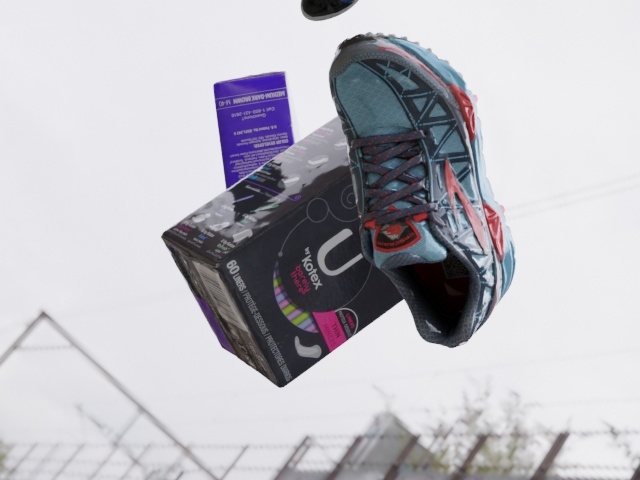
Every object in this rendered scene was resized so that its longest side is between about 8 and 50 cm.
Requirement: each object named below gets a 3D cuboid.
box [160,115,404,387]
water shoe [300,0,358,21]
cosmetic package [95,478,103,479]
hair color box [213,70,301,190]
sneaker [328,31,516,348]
[{"bbox_3d":[0.000,0.000,1.354,0.143,0.270,0.165,24,-35,56],"label":"box"},{"bbox_3d":[0.048,-0.409,1.967,0.073,0.203,0.080,64,14,14],"label":"water shoe"},{"bbox_3d":[-0.139,0.313,0.851,0.225,0.224,0.138,33,-61,11],"label":"cosmetic package"},{"bbox_3d":[-0.064,-0.030,1.713,0.110,0.338,0.185,-10,-16,1],"label":"hair color box"},{"bbox_3d":[0.077,-0.033,0.983,0.104,0.125,0.262,-15,-65,29],"label":"sneaker"}]
